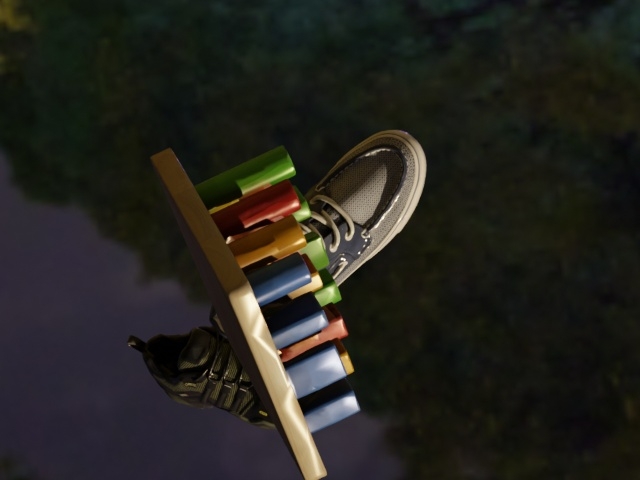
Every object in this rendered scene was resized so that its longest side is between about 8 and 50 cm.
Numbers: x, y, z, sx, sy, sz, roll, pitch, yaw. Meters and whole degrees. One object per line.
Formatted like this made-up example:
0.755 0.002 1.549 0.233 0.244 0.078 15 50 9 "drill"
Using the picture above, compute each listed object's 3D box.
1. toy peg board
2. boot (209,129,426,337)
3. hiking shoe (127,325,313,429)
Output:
-0.022 0.031 1.114 0.079 0.161 0.161 -26 -142 -7 "toy peg board"
0.000 0.000 1.305 0.069 0.190 0.086 41 -166 11 "boot"
-0.095 0.140 1.915 0.226 0.086 0.114 1 158 31 "hiking shoe"
